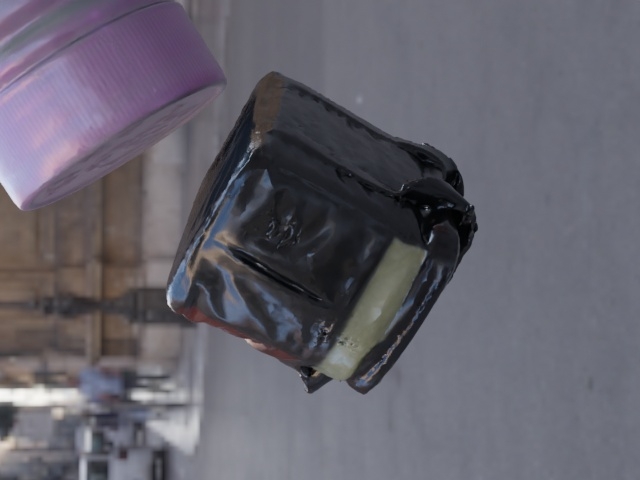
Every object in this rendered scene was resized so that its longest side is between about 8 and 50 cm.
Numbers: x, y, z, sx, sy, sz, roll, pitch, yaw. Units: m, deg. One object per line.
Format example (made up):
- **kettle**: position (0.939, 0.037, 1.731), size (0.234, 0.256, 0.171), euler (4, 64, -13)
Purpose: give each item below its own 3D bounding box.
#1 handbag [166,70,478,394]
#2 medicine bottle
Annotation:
- **handbag**: position (0.000, 0.000, 1.069), size (0.181, 0.181, 0.254), euler (-60, 8, 16)
- **medicine bottle**: position (-0.239, -0.203, 1.186), size (0.316, 0.202, 0.202), euler (57, 168, 1)
